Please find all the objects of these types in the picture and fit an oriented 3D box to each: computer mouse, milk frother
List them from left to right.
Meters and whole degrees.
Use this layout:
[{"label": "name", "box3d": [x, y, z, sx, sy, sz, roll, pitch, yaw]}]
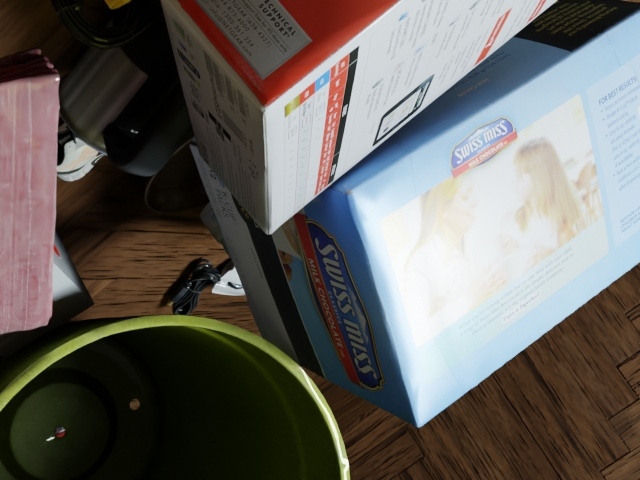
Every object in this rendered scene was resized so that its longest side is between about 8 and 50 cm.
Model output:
[{"label": "milk frother", "box3d": [-0.144, -0.130, 0.866, 0.143, 0.129, 0.135, 30, 126, -23]}, {"label": "computer mouse", "box3d": [-0.094, 0.046, 1.528, 0.193, 0.042, 0.106, -16, 156, -45]}]

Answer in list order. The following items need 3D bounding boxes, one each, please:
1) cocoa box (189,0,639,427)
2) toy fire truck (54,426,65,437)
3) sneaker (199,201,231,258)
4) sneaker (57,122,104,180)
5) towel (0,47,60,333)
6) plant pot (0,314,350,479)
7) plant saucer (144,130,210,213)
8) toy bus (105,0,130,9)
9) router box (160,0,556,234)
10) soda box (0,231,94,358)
[{"label": "cocoa box", "box3d": [0.112, -0.049, 1.095, 0.347, 0.228, 0.232, -32, 121, -26]}, {"label": "toy fire truck", "box3d": [-0.416, 0.326, 1.729, 0.192, 0.047, 0.135, -25, 163, -28]}, {"label": "sneaker", "box3d": [0.000, 0.000, 1.341, 0.135, 0.150, 0.366, -36, 172, 24]}, {"label": "sneaker", "box3d": [-0.181, -0.084, 0.994, 0.109, 0.040, 0.043, -39, 161, 20]}, {"label": "towel", "box3d": [-0.324, 0.001, 0.773, 0.328, 0.037, 0.237, -11, 138, -25]}, {"label": "plant pot", "box3d": [-0.211, 0.226, 1.218, 0.366, 0.367, 0.353, -27, -164, -21]}, {"label": "plant saucer", "box3d": [-0.095, -0.085, 1.171, 0.168, 0.029, 0.168, -29, 164, -9]}, {"label": "toy bus", "box3d": [-0.063, -0.222, 0.648, 0.220, 0.149, 0.211, -35, 173, -1]}, {"label": "router box", "box3d": [0.057, -0.153, 0.758, 0.301, 0.082, 0.335, -40, 174, -8]}, {"label": "soda box", "box3d": [-0.271, 0.006, 0.993, 0.098, 0.091, 0.286, -31, 164, -6]}]
